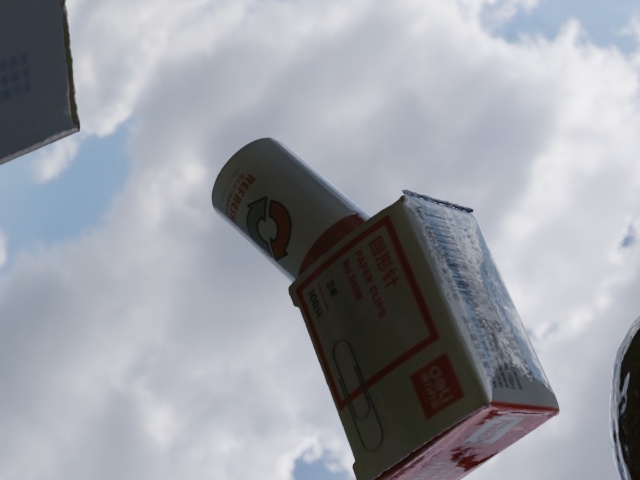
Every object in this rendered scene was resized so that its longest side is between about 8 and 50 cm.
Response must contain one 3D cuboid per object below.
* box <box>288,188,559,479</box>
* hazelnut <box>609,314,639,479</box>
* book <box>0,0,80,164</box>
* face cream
[{"bbox_3d":[0.070,0.075,0.737,0.133,0.099,0.182,-41,-127,33],"label":"box"},{"bbox_3d":[0.548,0.229,1.175,0.420,0.352,0.421,-1,-93,18],"label":"hazelnut"},{"bbox_3d":[-0.152,-0.129,0.227,0.021,0.310,0.217,24,-143,28],"label":"book"},{"bbox_3d":[0.000,0.000,0.937,0.214,0.096,0.096,41,-88,29],"label":"face cream"}]
